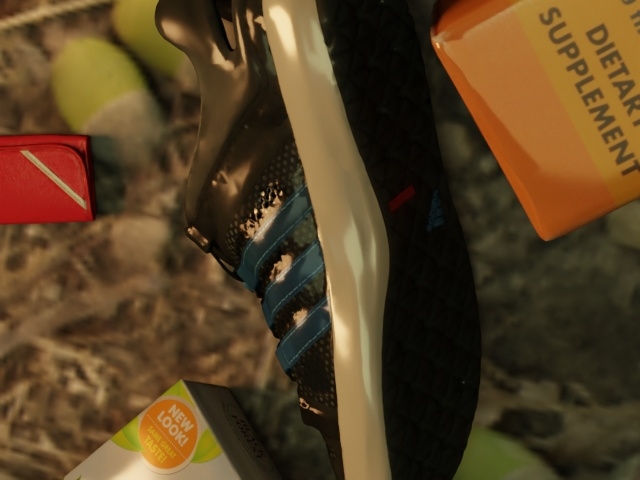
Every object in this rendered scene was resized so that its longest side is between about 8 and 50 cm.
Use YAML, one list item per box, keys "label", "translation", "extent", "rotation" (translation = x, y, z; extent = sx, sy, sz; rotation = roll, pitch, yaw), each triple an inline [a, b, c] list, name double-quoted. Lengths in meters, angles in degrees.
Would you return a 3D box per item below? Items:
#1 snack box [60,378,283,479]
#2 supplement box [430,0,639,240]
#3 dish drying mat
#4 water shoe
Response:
- label: "snack box"
  translation: [-0.041, 0.133, 0.549]
  extent: [0.100, 0.037, 0.141]
  rotation: [-40, 66, 14]
- label: "supplement box"
  translation: [0.151, -0.091, 0.478]
  extent: [0.233, 0.080, 0.078]
  rotation: [-29, 102, 11]
- label: "dish drying mat"
  translation: [-0.121, -0.021, 0.565]
  extent: [0.083, 0.008, 0.032]
  rotation: [-2, 106, 7]
- label: "water shoe"
  translation: [0.000, 0.000, 0.536]
  extent: [0.080, 0.073, 0.203]
  rotation: [2, 108, 35]
